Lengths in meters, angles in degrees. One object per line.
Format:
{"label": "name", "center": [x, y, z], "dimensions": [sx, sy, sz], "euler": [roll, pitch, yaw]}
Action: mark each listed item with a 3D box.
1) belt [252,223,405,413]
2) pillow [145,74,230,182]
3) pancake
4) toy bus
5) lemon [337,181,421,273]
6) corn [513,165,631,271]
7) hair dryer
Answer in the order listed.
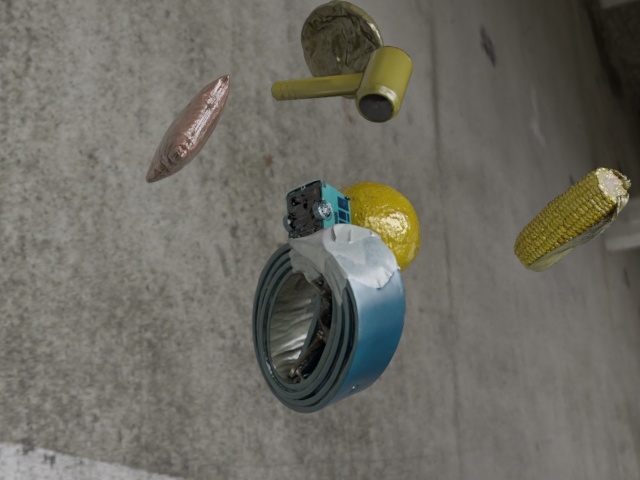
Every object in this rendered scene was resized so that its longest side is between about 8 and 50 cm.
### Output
{"label": "belt", "center": [0.005, 0.161, 1.777], "dimensions": [0.173, 0.436, 0.300], "euler": [-14, 50, -41]}
{"label": "pillow", "center": [-0.281, -0.232, 1.842], "dimensions": [0.084, 0.236, 0.223], "euler": [38, 65, -12]}
{"label": "pancake", "center": [0.056, -0.439, 1.986], "dimensions": [0.050, 0.242, 0.242], "euler": [-31, 106, -39]}
{"label": "toy bus", "center": [0.000, 0.000, 2.020], "dimensions": [0.147, 0.128, 0.256], "euler": [24, 55, -47]}
{"label": "lemon", "center": [0.122, -0.018, 2.243], "dimensions": [0.293, 0.293, 0.293], "euler": [31, 52, -51]}
{"label": "corn", "center": [0.571, -0.046, 1.968], "dimensions": [0.122, 0.305, 0.123], "euler": [48, 37, 5]}
{"label": "hair dryer", "center": [0.032, -0.291, 1.663], "dimensions": [0.090, 0.279, 0.135], "euler": [66, 32, -43]}
